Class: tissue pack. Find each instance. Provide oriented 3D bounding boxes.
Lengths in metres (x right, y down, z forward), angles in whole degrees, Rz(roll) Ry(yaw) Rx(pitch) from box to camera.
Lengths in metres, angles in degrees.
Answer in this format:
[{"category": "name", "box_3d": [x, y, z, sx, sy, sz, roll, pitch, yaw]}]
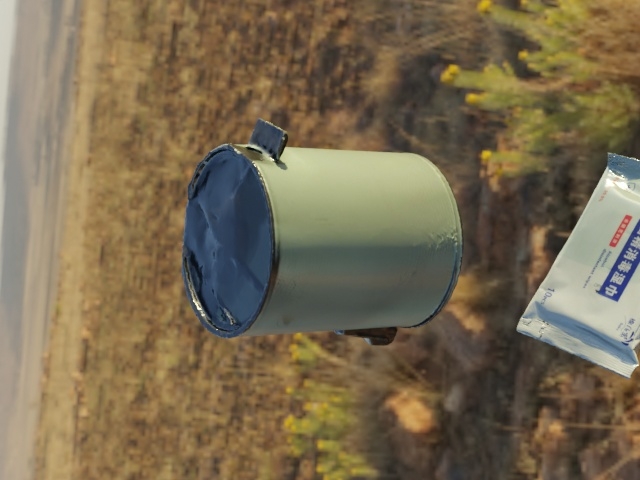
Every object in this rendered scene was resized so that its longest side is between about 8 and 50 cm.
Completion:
[{"category": "tissue pack", "box_3d": [0.270, 0.019, 0.993, 0.122, 0.026, 0.193, 23, 80, 42]}]

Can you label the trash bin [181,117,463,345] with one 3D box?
[{"category": "trash bin", "box_3d": [0.000, 0.000, 1.297, 0.217, 0.262, 0.277, 37, 122, 50]}]
